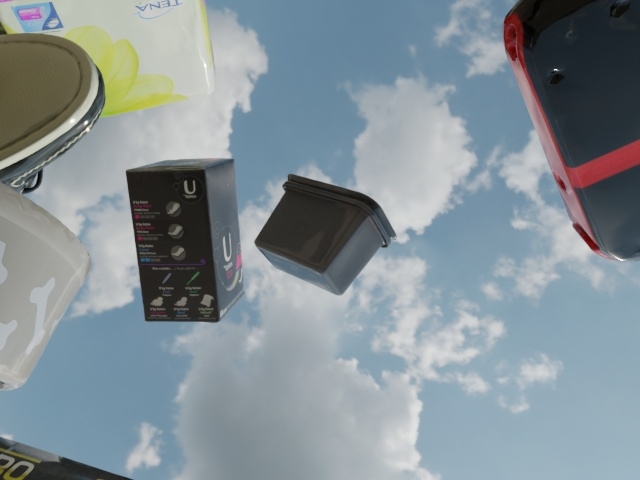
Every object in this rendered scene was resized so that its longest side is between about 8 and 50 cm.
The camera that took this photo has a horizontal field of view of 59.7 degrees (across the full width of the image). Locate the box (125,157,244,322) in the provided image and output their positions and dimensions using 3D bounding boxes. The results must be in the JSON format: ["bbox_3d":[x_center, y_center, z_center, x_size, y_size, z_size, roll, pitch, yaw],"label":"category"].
[{"bbox_3d":[-0.233,-0.005,1.002,0.143,0.165,0.270,-1,-76,9],"label":"box"}]

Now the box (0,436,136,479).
[{"bbox_3d":[-0.140,0.238,0.252,0.395,0.318,0.097,18,-77,0],"label":"box"}]

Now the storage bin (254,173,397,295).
[{"bbox_3d":[0.000,0.000,0.609,0.135,0.098,0.091,22,-112,39],"label":"storage bin"}]

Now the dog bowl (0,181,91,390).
[{"bbox_3d":[-0.344,0.022,0.365,0.349,0.349,0.102,-10,-119,34],"label":"dog bowl"}]

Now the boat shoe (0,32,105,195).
[{"bbox_3d":[-0.324,-0.077,0.518,0.340,0.113,0.127,-23,-109,13],"label":"boat shoe"}]

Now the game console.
[{"bbox_3d":[0.357,-0.136,0.399,0.387,0.342,0.060,-26,-133,20],"label":"game console"}]

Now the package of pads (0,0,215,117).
[{"bbox_3d":[-0.254,-0.280,0.674,0.229,0.296,0.101,-14,-113,-10],"label":"package of pads"}]
